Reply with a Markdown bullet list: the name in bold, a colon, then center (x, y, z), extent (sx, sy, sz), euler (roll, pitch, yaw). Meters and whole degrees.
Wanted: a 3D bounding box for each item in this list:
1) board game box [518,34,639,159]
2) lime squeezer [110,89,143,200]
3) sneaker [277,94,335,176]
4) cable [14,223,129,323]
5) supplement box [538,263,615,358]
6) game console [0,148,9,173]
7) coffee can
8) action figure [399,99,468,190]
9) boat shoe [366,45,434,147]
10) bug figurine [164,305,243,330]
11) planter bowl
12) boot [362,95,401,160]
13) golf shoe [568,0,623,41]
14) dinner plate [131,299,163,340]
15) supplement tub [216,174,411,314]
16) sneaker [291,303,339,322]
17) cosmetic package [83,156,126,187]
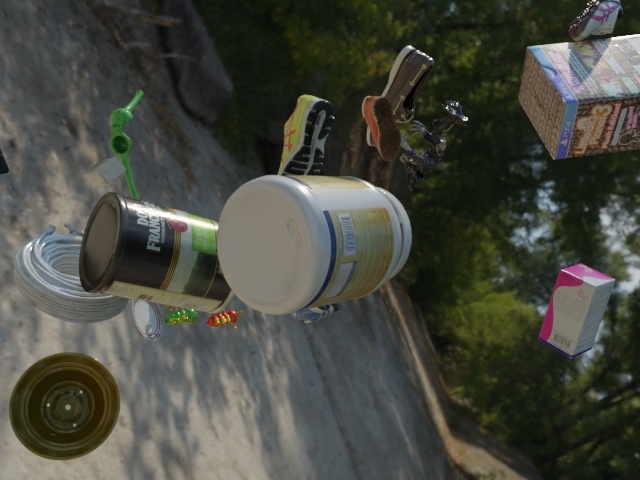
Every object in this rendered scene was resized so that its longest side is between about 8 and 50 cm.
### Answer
- **board game box**: center (0.603, -0.308, 1.589), extent (0.232, 0.291, 0.141), euler (-100, -176, -47)
- **lime squeezer**: center (-0.486, -0.255, 1.867), extent (0.110, 0.059, 0.310), euler (80, 7, -71)
- **sneaker**: center (-0.040, -0.192, 1.482), extent (0.082, 0.208, 0.094), euler (8, 26, -37)
- **cable**: center (-0.533, 0.078, 1.630), extent (0.257, 0.089, 0.257), euler (26, 25, 4)
- **supplement box**: center (0.690, 0.188, 2.027), extent (0.111, 0.114, 0.220), euler (32, -57, 41)
- **game console**: center (-0.784, -0.186, 1.691), extent (0.122, 0.107, 0.071), euler (65, 14, 9)
- **coffee can**: center (-0.323, 0.031, 1.535), extent (0.275, 0.201, 0.201), euler (15, 41, -36)
- **action figure**: center (0.299, -0.279, 2.147), extent (0.141, 0.275, 0.164), euler (35, 31, -3)
- **boat shoe**: center (0.235, -0.408, 2.229), extent (0.097, 0.324, 0.117), euler (34, 28, 21)
- **bug figurine**: center (-0.350, 0.163, 2.166), extent (0.072, 0.216, 0.279), euler (96, -21, -44)
- **planter bowl**: center (-0.532, 0.348, 1.576), extent (0.217, 0.217, 0.090), euler (67, -19, 9)
- **boot**: center (0.140, -0.265, 1.758), extent (0.085, 0.059, 0.157), euler (33, -38, 60)
- **golf shoe**: center (0.621, -0.491, 1.670), extent (0.086, 0.186, 0.067), euler (47, -29, -7)
- **dinner plate**: center (-0.483, 0.212, 2.081), extent (0.141, 0.017, 0.141), euler (-19, 90, -73)
- **supplement tub**: center (0.000, 0.000, 1.317), extent (0.316, 0.228, 0.228), euler (-5, 69, -53)
- **sneaker**: center (-0.014, 0.156, 1.840), extent (0.080, 0.081, 0.211), euler (59, 12, 14)
- **cosmetic package**: center (-0.508, -0.160, 1.764), extent (0.041, 0.060, 0.115), euler (54, -25, -22)
